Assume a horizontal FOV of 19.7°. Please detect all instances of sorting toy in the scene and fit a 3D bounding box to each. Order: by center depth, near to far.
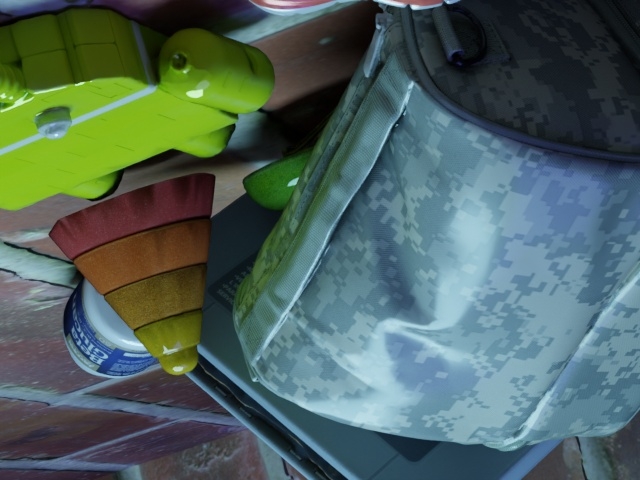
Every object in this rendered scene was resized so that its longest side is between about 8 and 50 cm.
[{"bbox_3d":[0.000,0.000,1.287,0.365,0.126,0.127,-15,174,-22],"label":"sorting toy"}]

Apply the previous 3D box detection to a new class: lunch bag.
[{"bbox_3d":[0.104,-0.022,1.122,0.256,0.212,0.305,-4,141,-32],"label":"lunch bag"}]

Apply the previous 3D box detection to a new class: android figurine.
[{"bbox_3d":[-0.155,-0.068,1.066,0.248,0.056,0.273,-20,170,16],"label":"android figurine"}]

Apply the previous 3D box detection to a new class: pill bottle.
[{"bbox_3d":[-0.169,0.065,1.568,0.094,0.094,0.169,-12,167,-20],"label":"pill bottle"}]

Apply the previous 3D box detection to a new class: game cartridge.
[{"bbox_3d":[0.030,0.076,1.305,0.198,0.297,0.062,-34,152,-34],"label":"game cartridge"}]

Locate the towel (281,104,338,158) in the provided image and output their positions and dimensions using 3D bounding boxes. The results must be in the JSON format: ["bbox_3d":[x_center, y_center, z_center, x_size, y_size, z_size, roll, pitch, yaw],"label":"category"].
[{"bbox_3d":[0.058,-0.103,1.289,0.102,0.021,0.237,-15,169,-27],"label":"towel"}]

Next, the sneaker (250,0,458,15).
[{"bbox_3d":[0.036,-0.153,0.925,0.158,0.061,0.065,-15,162,-10],"label":"sneaker"}]
